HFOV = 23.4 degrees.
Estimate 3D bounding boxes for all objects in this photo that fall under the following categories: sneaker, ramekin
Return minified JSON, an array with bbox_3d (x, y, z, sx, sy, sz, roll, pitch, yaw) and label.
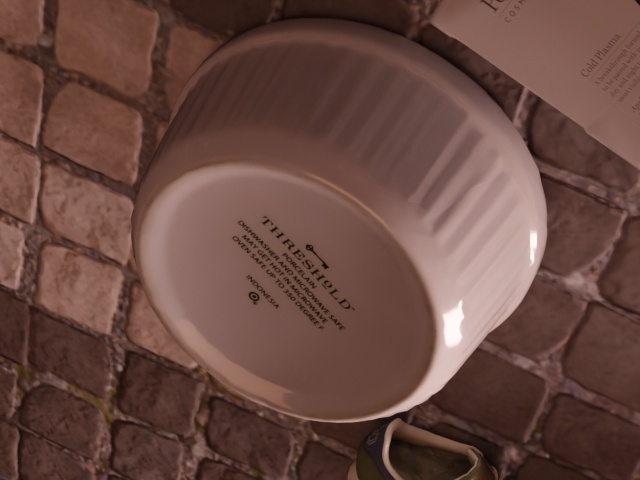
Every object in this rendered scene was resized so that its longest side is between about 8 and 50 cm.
[{"bbox_3d":[0.112,0.198,1.157,0.192,0.064,0.086,28,139,9],"label":"sneaker"},{"bbox_3d":[0.000,0.000,1.013,0.273,0.127,0.273,15,132,18],"label":"ramekin"}]

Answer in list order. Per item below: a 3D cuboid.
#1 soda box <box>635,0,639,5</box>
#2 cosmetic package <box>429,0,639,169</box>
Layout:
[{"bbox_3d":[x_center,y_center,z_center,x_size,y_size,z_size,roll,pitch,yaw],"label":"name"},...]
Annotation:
[{"bbox_3d":[0.203,-0.109,0.732,0.169,0.053,0.060,45,134,-10],"label":"soda box"},{"bbox_3d":[0.267,-0.171,0.748,0.284,0.097,0.377,34,135,-3],"label":"cosmetic package"}]
